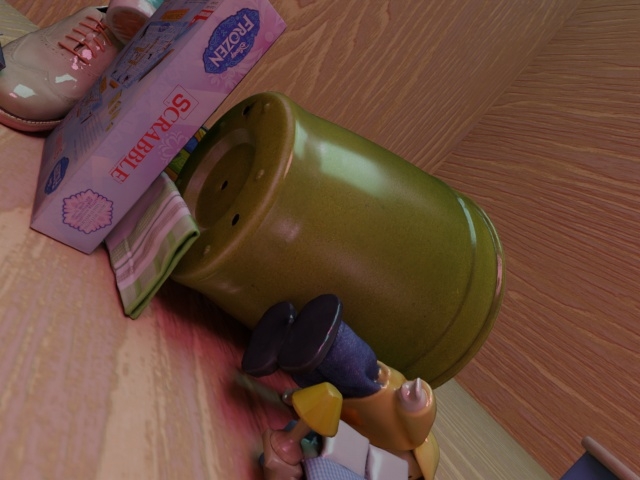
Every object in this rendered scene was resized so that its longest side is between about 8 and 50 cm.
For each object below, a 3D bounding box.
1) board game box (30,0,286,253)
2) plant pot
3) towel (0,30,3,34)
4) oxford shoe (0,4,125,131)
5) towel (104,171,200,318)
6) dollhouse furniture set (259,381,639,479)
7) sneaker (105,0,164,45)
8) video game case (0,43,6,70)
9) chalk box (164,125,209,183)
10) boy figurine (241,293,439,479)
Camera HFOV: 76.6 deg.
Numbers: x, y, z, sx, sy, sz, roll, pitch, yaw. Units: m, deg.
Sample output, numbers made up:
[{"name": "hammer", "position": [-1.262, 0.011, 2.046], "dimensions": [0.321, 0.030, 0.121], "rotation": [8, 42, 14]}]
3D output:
[{"name": "board game box", "position": [-0.228, -0.185, 0.517], "dimensions": [0.066, 0.318, 0.319], "rotation": [40, 3, -40]}, {"name": "plant pot", "position": [0.000, 0.000, 0.553], "dimensions": [0.353, 0.366, 0.366], "rotation": [31, 8, -40]}, {"name": "towel", "position": [-0.606, -0.412, 0.529], "dimensions": [0.331, 0.053, 0.317], "rotation": [58, -8, -36]}, {"name": "oxford shoe", "position": [-0.410, -0.318, 0.675], "dimensions": [0.141, 0.147, 0.396], "rotation": [39, 33, -28]}, {"name": "towel", "position": [-0.184, -0.007, 0.423], "dimensions": [0.023, 0.113, 0.152], "rotation": [30, 10, -44]}, {"name": "dollhouse furniture set", "position": [0.129, 0.217, 0.243], "dimensions": [0.303, 0.198, 0.286], "rotation": [40, 2, -17]}, {"name": "sneaker", "position": [-0.266, -0.356, 0.753], "dimensions": [0.108, 0.120, 0.302], "rotation": [0, -17, 9]}, {"name": "video game case", "position": [-0.520, -0.359, 0.532], "dimensions": [0.274, 0.026, 0.196], "rotation": [51, -7, 35]}, {"name": "chalk box", "position": [-0.289, -0.158, 0.774], "dimensions": [0.289, 0.179, 0.180], "rotation": [40, 3, 5]}, {"name": "boy figurine", "position": [0.039, 0.178, 0.433], "dimensions": [0.285, 0.178, 0.092], "rotation": [55, 39, -28]}]
